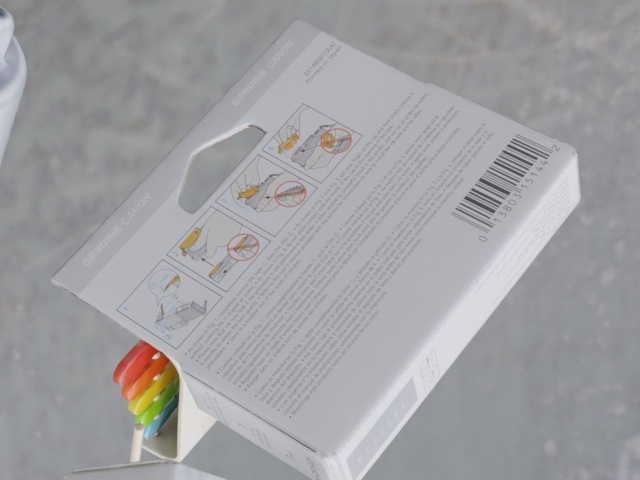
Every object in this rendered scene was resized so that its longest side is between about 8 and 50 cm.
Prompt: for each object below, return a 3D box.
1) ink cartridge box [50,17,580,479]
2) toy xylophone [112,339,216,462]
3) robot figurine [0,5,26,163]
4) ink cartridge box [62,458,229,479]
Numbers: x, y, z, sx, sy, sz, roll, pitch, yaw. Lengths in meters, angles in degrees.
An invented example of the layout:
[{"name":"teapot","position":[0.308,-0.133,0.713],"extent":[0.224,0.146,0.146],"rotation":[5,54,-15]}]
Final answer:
[{"name":"ink cartridge box","position":[0.000,0.000,1.212],"extent":[0.296,0.261,0.066],"rotation":[-49,150,-22]},{"name":"toy xylophone","position":[-0.174,0.170,1.961],"extent":[0.236,0.081,0.323],"rotation":[-45,161,-37]},{"name":"robot figurine","position":[-0.457,-0.142,1.930],"extent":[0.300,0.200,0.353],"rotation":[-35,160,-45]},{"name":"ink cartridge box","position":[-0.161,0.304,1.443],"extent":[0.154,0.212,0.093],"rotation":[-12,154,42]}]
